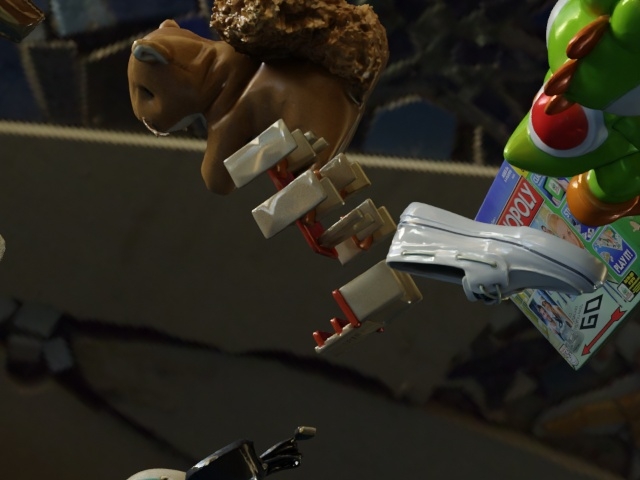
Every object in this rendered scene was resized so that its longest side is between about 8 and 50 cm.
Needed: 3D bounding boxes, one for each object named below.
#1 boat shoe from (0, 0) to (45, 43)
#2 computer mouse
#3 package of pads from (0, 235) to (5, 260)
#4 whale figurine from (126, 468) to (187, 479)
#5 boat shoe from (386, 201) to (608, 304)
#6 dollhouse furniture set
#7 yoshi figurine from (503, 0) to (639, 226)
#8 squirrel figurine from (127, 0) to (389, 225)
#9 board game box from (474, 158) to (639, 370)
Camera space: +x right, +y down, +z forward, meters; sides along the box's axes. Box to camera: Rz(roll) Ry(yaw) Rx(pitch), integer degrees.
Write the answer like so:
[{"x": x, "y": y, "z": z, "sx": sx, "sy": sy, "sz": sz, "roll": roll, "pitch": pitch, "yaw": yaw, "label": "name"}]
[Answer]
[{"x": -0.423, "y": -0.358, "z": 1.444, "sx": 0.324, "sy": 0.120, "sz": 0.122, "roll": 43, "pitch": 168, "yaw": -14, "label": "boat shoe"}, {"x": -0.077, "y": 0.290, "z": 1.670, "sx": 0.060, "sy": 0.184, "sz": 0.262, "roll": 59, "pitch": 167, "yaw": 14, "label": "computer mouse"}, {"x": -0.429, "y": 0.017, "z": 1.280, "sx": 0.101, "sy": 0.229, "sz": 0.296, "roll": 9, "pitch": 152, "yaw": 15, "label": "package of pads"}, {"x": -0.235, "y": 0.477, "z": 1.985, "sx": 0.216, "sy": 0.272, "sz": 0.141, "roll": 8, "pitch": -151, "yaw": 7, "label": "whale figurine"}, {"x": 0.166, "y": 0.028, "z": 1.276, "sx": 0.226, "sy": 0.075, "sz": 0.083, "roll": 16, "pitch": 162, "yaw": 40, "label": "boat shoe"}, {"x": 0.000, "y": 0.000, "z": 1.648, "sx": 0.259, "sy": 0.135, "sz": 0.262, "roll": 60, "pitch": -166, "yaw": 18, "label": "dollhouse furniture set"}, {"x": 0.279, "y": -0.154, "z": 1.112, "sx": 0.204, "sy": 0.203, "sz": 0.362, "roll": 15, "pitch": 163, "yaw": 9, "label": "yoshi figurine"}, {"x": -0.108, "y": -0.272, "z": 2.101, "sx": 0.370, "sy": 0.397, "sz": 0.281, "roll": 28, "pitch": -153, "yaw": 3, "label": "squirrel figurine"}, {"x": 0.275, "y": 0.008, "z": 1.486, "sx": 0.213, "sy": 0.046, "sz": 0.317, "roll": 49, "pitch": 160, "yaw": 15, "label": "board game box"}]
